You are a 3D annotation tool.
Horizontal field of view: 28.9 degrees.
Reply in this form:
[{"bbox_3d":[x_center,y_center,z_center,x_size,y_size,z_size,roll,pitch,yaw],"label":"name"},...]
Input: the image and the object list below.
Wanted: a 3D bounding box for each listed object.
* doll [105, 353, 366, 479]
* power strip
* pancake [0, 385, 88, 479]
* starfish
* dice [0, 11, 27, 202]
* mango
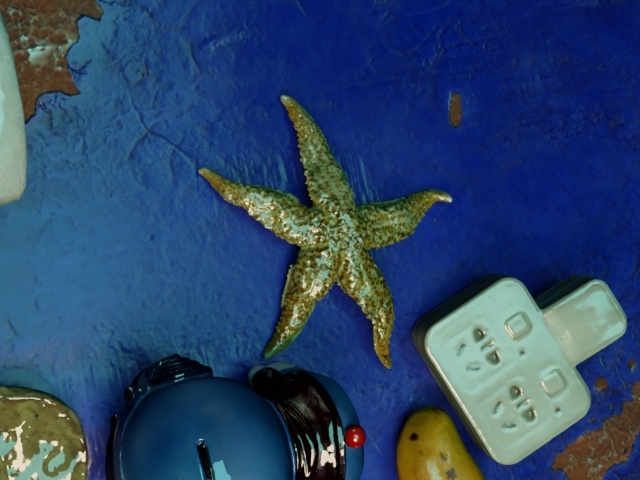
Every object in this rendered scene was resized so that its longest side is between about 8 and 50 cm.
[{"bbox_3d":[-0.108,0.269,1.503,0.309,0.240,0.284,-10,77,-28],"label":"doll"},{"bbox_3d":[0.284,0.147,1.737,0.261,0.141,0.229,-34,99,-6],"label":"power strip"},{"bbox_3d":[-0.389,0.284,1.482,0.241,0.050,0.242,-4,101,-20],"label":"pancake"},{"bbox_3d":[-0.001,-0.001,1.643,0.357,0.078,0.347,19,84,-20],"label":"starfish"},{"bbox_3d":[-0.476,-0.148,1.348,0.262,0.264,0.268,-13,92,-22],"label":"dice"},{"bbox_3d":[0.160,0.317,1.681,0.115,0.090,0.178,-31,96,-33],"label":"mango"}]
